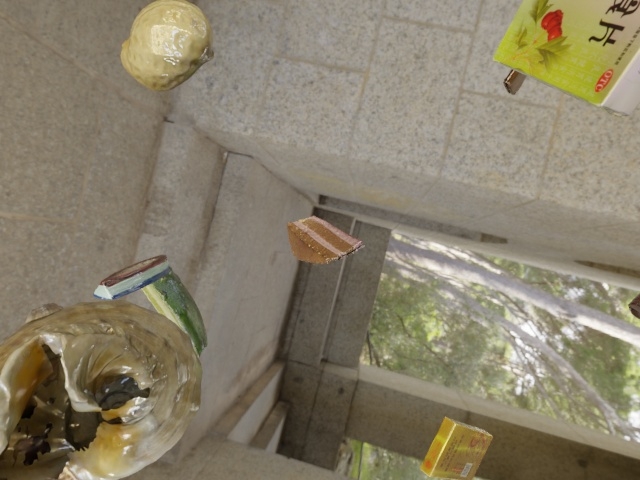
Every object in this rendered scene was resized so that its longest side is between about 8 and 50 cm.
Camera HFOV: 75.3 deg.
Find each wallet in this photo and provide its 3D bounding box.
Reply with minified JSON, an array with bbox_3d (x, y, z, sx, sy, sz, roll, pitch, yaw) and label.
[{"bbox_3d":[0.496,-0.433,0.971,0.095,0.026,0.176,5,118,-59],"label":"wallet"}]

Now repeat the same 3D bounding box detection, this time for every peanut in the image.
[{"bbox_3d":[-0.244,-0.308,0.655,0.109,0.159,0.140,49,24,-39],"label":"peanut"}]

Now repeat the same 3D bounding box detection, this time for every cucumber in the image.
[{"bbox_3d":[-0.416,0.195,1.216,0.105,0.325,0.145,-33,180,-39],"label":"cucumber"}]

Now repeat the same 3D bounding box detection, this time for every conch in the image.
[{"bbox_3d":[-0.252,0.166,0.406,0.324,0.186,0.263,91,22,-56],"label":"conch"}]

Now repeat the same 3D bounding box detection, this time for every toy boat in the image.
[{"bbox_3d":[-0.417,0.079,0.954,0.229,0.080,0.045,-40,135,-68],"label":"toy boat"}]

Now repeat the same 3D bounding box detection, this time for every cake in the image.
[{"bbox_3d":[0.000,0.000,1.112,0.295,0.116,0.112,17,-49,62],"label":"cake"}]

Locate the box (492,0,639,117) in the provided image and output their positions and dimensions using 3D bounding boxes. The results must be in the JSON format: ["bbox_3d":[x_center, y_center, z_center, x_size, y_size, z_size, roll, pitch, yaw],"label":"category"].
[{"bbox_3d":[0.325,-0.290,0.441,0.175,0.062,0.260,59,-45,46],"label":"box"}]

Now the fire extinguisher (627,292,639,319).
[{"bbox_3d":[0.637,0.078,0.760,0.157,0.045,0.078,-38,137,-7],"label":"fire extinguisher"}]

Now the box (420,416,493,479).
[{"bbox_3d":[0.219,0.334,0.657,0.156,0.022,0.089,32,85,-41],"label":"box"}]
